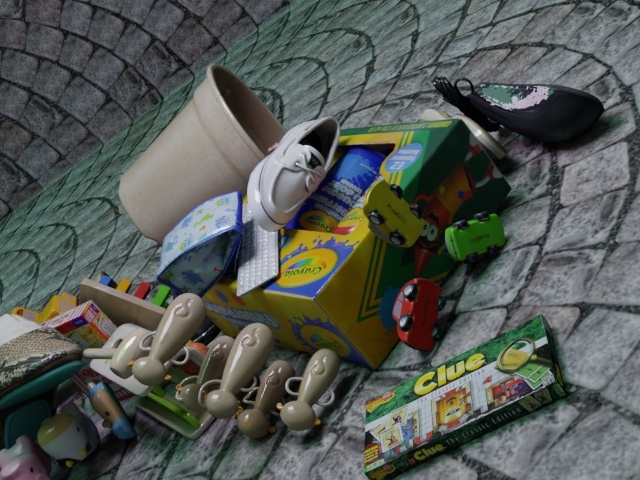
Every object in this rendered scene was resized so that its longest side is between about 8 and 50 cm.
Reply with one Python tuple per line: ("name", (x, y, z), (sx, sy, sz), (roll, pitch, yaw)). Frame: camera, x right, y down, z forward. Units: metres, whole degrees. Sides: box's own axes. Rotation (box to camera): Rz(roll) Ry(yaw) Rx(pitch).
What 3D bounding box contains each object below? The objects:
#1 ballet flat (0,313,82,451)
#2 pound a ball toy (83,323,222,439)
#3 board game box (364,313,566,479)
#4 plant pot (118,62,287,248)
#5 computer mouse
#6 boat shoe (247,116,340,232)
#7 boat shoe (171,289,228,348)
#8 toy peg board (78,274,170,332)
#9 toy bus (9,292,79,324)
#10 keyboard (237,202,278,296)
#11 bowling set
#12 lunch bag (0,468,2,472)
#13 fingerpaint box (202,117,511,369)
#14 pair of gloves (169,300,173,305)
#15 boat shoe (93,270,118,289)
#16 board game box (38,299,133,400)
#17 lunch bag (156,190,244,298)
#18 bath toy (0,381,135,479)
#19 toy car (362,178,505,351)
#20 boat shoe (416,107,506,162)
("ballet flat", (-0.529, 0.233, 1.758), (0.164, 0.182, 0.483), (-23, -16, -29))
("pound a ball toy", (-0.274, 0.191, 1.641), (0.135, 0.208, 0.319), (-52, 25, -17))
("board game box", (0.167, 0.191, 1.223), (0.260, 0.030, 0.136), (-30, 22, 19))
("plant pot", (-0.224, -0.131, 2.033), (0.305, 0.334, 0.334), (-37, 22, 14))
("computer mouse", (0.317, -0.196, 1.600), (0.272, 0.188, 0.072), (10, 81, 46))
("boat shoe", (-0.036, -0.115, 1.566), (0.084, 0.095, 0.258), (-26, 28, 35))
("boat shoe", (-0.225, 0.087, 1.890), (0.127, 0.113, 0.340), (-29, 24, 21))
("toy peg board", (-0.353, 0.132, 1.855), (0.079, 0.161, 0.161), (-66, -5, -45))
("toy bus", (-0.591, 0.249, 2.009), (0.332, 0.130, 0.108), (-57, 24, 22))
("keyboard", (-0.094, -0.003, 1.558), (0.072, 0.014, 0.256), (-35, 28, 18))
("bowling set", (-0.117, 0.221, 1.467), (0.287, 0.200, 0.154), (20, 56, 14))
("lunch bag", (-0.714, 0.432, 1.808), (0.115, 0.243, 0.303), (-29, 25, 21))
("fingerpaint box", (0.017, -0.009, 1.623), (0.371, 0.163, 0.445), (-50, 27, -21))
("pair of gloves", (-0.309, 0.151, 2.029), (0.083, 0.010, 0.074), (-46, 24, -16))
("boat shoe", (-0.450, 0.176, 2.062), (0.123, 0.123, 0.342), (-36, 29, 3))
("board game box", (-0.408, 0.208, 1.833), (0.147, 0.193, 0.045), (-24, 27, 32))
("lunch bag", (-0.173, 0.003, 1.568), (0.151, 0.096, 0.129), (-45, 24, 20))
("bath toy", (-0.479, 0.386, 1.712), (0.348, 0.151, 0.129), (-37, 66, 0))
("toy car", (0.164, 0.016, 1.414), (0.225, 0.239, 0.053), (-18, 3, -33))
("boat shoe", (0.220, -0.158, 1.715), (0.092, 0.103, 0.285), (-48, 23, -1))
